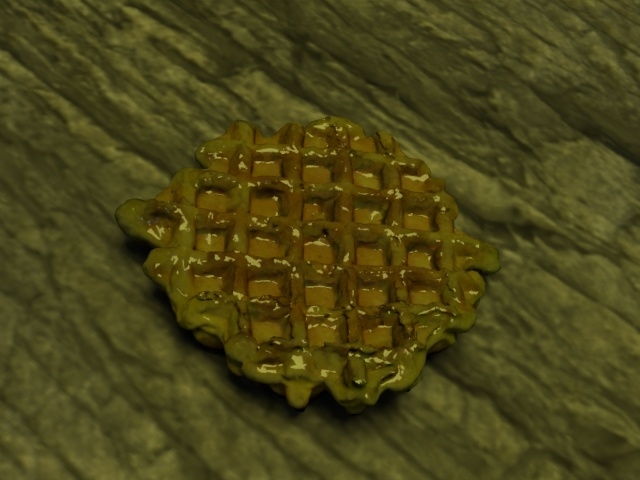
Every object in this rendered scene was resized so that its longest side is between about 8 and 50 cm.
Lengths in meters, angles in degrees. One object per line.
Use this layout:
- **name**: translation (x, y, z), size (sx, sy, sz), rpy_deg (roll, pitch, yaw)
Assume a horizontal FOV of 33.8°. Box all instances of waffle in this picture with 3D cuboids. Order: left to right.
- **waffle**: translation (0.000, 0.000, 0.722), size (0.237, 0.059, 0.243), rpy_deg (-33, 64, -33)
